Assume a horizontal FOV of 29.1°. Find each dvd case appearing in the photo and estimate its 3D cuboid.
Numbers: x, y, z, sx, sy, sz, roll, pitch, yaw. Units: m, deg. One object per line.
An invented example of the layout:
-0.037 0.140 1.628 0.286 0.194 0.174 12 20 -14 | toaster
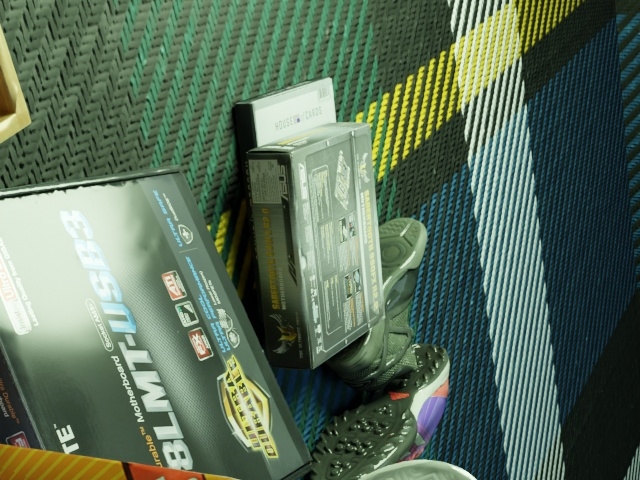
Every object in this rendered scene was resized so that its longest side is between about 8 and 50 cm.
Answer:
-0.026 -0.049 1.359 0.179 0.029 0.239 -29 116 -59 | dvd case

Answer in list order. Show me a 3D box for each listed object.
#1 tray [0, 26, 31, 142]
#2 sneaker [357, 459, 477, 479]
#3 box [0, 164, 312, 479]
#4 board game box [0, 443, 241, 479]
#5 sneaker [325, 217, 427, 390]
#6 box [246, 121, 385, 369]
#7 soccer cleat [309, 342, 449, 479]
-0.321 -0.220 0.741 0.203 0.076 0.411 -48 131 -51 | tray
0.016 0.267 0.618 0.292 0.108 0.169 -58 143 -29 | sneaker
-0.155 0.096 0.963 0.293 0.073 0.295 -14 79 -62 | box
-0.207 0.361 0.683 0.356 0.356 0.356 -61 142 -42 | board game box
0.079 0.086 1.510 0.130 0.087 0.227 60 44 -48 | sneaker
0.000 0.000 1.320 0.183 0.056 0.231 -29 117 -59 | box
0.084 0.243 1.509 0.318 0.108 0.116 -45 134 -56 | soccer cleat
